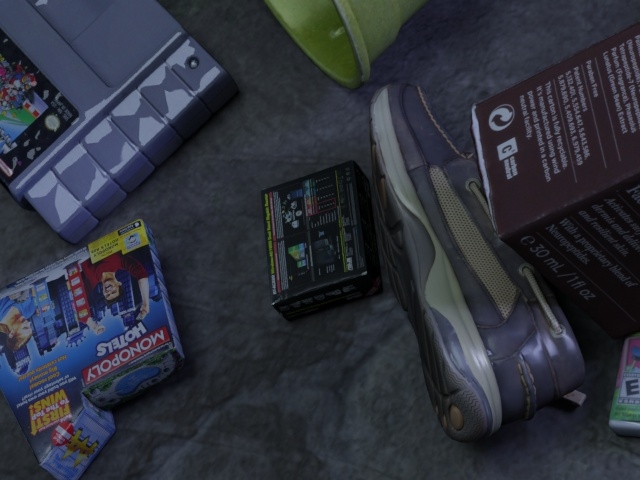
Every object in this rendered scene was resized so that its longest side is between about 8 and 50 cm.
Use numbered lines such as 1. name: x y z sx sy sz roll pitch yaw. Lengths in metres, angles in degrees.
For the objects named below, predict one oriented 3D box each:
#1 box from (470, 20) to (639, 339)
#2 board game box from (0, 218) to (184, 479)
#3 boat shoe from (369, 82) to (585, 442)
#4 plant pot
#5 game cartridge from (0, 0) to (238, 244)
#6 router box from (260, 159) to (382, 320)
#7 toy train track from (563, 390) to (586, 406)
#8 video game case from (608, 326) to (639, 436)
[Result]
1. box: 0.324 -0.085 1.405 0.381 0.191 0.143 -28 49 24
2. board game box: -0.209 0.108 1.708 0.194 0.060 0.194 -26 55 12
3. boat shoe: 0.124 0.009 1.569 0.130 0.132 0.355 -11 51 -6
4. plant pot: 0.057 -0.317 1.713 0.254 0.276 0.276 -34 52 -9
5. game cartridge: -0.273 -0.187 1.866 0.230 0.068 0.355 -42 65 -5
6. router box: 0.000 0.000 1.675 0.092 0.038 0.122 -17 56 17
7. toy train track: 0.174 0.114 1.538 0.083 0.014 0.048 23 68 29
8. video game case: 0.339 0.064 1.473 0.212 0.023 0.193 2 64 28
